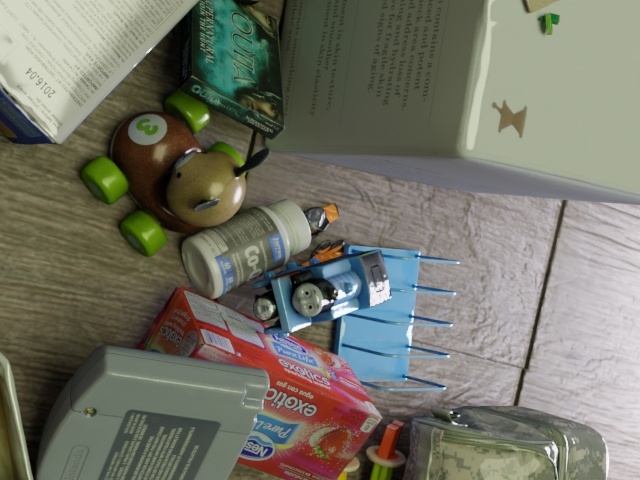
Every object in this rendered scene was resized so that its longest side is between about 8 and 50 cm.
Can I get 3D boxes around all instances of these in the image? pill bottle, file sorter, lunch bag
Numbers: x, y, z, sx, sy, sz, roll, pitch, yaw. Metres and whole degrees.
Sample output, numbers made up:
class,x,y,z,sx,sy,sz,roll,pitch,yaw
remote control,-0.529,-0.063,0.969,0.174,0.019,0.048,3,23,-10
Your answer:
class,x,y,z,sx,sy,sz,roll,pitch,yaw
pill bottle,-0.084,0.007,1.443,0.137,0.078,0.078,-26,107,-27
file sorter,0.098,0.097,1.543,0.118,0.104,0.170,5,92,-38
lunch bag,0.197,0.361,1.556,0.256,0.212,0.305,8,91,-40

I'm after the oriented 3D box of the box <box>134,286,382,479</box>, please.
class,x,y,z,sx,sy,sz,roll,pitch,yaw
box,-0.076,0.172,1.415,0.257,0.128,0.122,26,107,-31

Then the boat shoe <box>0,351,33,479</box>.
class,x,y,z,sx,sy,sz,roll,pitch,yaw
boat shoe,-0.322,0.279,1.234,0.136,0.156,0.367,1,81,-51

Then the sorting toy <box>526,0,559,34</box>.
class,x,y,z,sx,sy,sz,roll,pitch,yaw
sorting toy,0.217,-0.239,1.182,0.062,0.012,0.083,-28,108,-26

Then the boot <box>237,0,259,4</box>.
class,x,y,z,sx,sy,sz,roll,pitch,yaw
boot,-0.035,-0.371,1.393,0.077,0.137,0.198,13,75,-29

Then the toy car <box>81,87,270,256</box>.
class,x,y,z,sx,sy,sz,roll,pitch,yaw
toy car,-0.137,-0.071,1.338,0.155,0.188,0.149,-43,115,-21

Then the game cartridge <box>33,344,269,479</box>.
class,x,y,z,sx,sy,sz,roll,pitch,yaw
game cartridge,-0.192,0.225,1.302,0.198,0.062,0.297,14,129,-17

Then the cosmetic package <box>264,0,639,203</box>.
class,x,y,z,sx,sy,sz,roll,pitch,yaw
cosmetic package,0.188,-0.227,1.404,0.327,0.394,0.329,10,90,-32

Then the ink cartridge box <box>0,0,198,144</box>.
class,x,y,z,sx,sy,sz,roll,pitch,yaw
ink cartridge box,-0.287,-0.279,1.249,0.395,0.151,0.270,-50,116,-20

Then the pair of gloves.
class,x,y,z,sx,sy,sz,roll,pitch,yaw
pair of gloves,0.000,0.000,1.534,0.074,0.010,0.083,-25,106,-27

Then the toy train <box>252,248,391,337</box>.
class,x,y,z,sx,sy,sz,roll,pitch,yaw
toy train,0.001,0.058,1.428,0.184,0.105,0.080,-15,91,-58

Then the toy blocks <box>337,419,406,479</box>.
class,x,y,z,sx,sy,sz,roll,pitch,yaw
toy blocks,0.057,0.251,1.545,0.123,0.054,0.148,2,109,-32

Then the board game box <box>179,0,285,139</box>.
class,x,y,z,sx,sy,sz,roll,pitch,yaw
board game box,-0.098,-0.207,1.380,0.126,0.026,0.186,26,40,-31
